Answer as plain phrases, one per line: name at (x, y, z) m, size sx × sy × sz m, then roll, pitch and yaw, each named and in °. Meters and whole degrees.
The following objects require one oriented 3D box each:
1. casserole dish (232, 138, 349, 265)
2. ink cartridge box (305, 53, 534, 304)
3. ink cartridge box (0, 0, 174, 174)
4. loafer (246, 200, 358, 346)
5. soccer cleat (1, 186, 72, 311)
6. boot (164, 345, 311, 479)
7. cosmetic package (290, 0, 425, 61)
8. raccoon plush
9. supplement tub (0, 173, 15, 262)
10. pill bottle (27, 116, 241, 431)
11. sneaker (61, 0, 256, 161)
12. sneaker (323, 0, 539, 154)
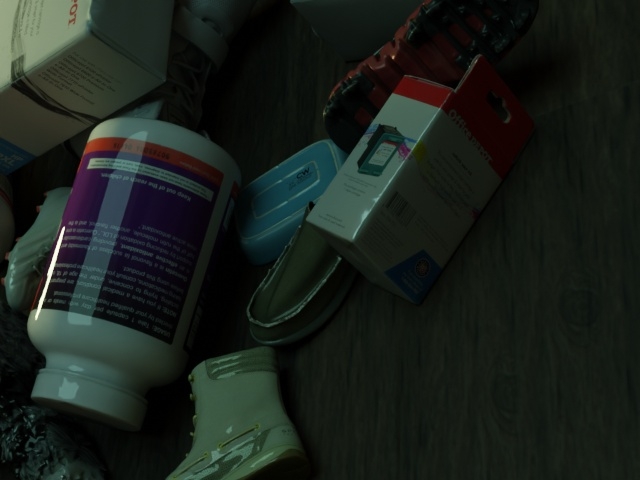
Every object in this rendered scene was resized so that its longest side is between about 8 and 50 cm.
casserole dish at (-0.031, -0.049, 1.556) m, size 0.188 × 0.037 × 0.114 m, roll -30°, pitch 46°, yaw 16°
ink cartridge box at (0.106, -0.070, 1.390) m, size 0.078 × 0.134 × 0.231 m, roll 25°, pitch 76°, yaw 46°
ink cartridge box at (-0.328, -0.249, 1.692) m, size 0.307 × 0.129 × 0.223 m, roll -24°, pitch 49°, yaw 34°
loafer at (0.000, 0.000, 1.456) m, size 0.251 × 0.087 × 0.094 m, roll -52°, pitch 43°, yaw -5°
soccer cleat at (-0.339, 0.006, 1.725) m, size 0.076 × 0.068 × 0.196 m, roll 2°, pitch 49°, yaw 19°
boot at (-0.121, 0.213, 1.405) m, size 0.213 × 0.077 × 0.165 m, roll -29°, pitch 46°, yaw 12°
cosmetic package at (0.100, -0.287, 1.562) m, size 0.238 × 0.127 × 0.107 m, roll 2°, pitch 62°, yaw 37°
raccoon plush at (-0.464, 0.236, 1.582) m, size 0.299 × 0.216 × 0.446 m, roll -49°, pitch 42°, yaw 9°
supplement tub at (-0.515, -0.092, 1.858) m, size 0.191 × 0.191 × 0.272 m, roll -31°, pitch 45°, yaw 17°
pill bottle at (-0.212, 0.038, 1.514) m, size 0.181 × 0.181 × 0.323 m, roll 2°, pitch 68°, yaw 39°
sneaker at (-0.171, -0.204, 1.713) m, size 0.366 × 0.137 × 0.210 m, roll -47°, pitch 43°, yaw 8°
sneaker at (0.124, -0.201, 1.467) m, size 0.276 × 0.097 × 0.135 m, roll -39°, pitch 4°, yaw 29°
